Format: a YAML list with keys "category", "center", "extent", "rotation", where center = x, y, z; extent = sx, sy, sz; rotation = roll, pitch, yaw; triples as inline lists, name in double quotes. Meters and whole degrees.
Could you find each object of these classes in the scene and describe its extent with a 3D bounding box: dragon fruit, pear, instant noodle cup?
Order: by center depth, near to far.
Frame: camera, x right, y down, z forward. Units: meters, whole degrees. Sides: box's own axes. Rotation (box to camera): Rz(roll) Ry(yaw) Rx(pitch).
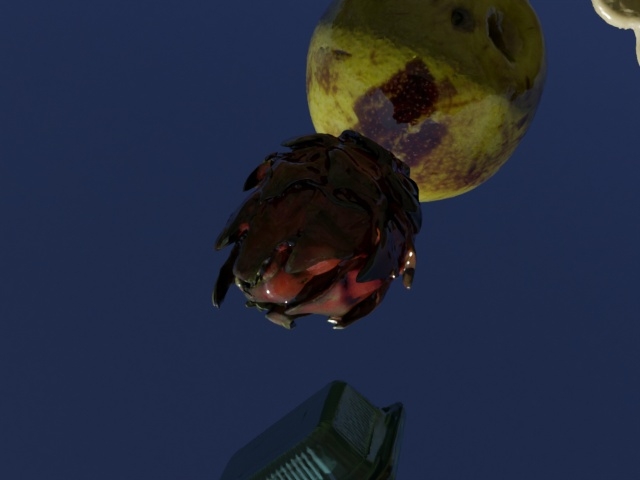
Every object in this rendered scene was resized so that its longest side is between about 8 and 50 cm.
- category: "instant noodle cup"
  center: [-0.019, 0.190, 1.101]
  extent: [0.070, 0.179, 0.157]
  rotation: [49, -162, -8]
- category: "dragon fruit"
  center: [0.005, -0.008, 1.225]
  extent: [0.182, 0.182, 0.188]
  rotation: [15, -95, 0]
- category: "pear"
  center: [0.120, -0.181, 1.521]
  extent: [0.284, 0.283, 0.283]
  rotation: [8, -136, -8]

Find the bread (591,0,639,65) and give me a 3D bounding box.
- category: "bread"
  center: [0.406, -0.284, 1.298]
  extent: [0.316, 0.316, 0.054]
  rotation: [11, -169, -5]
